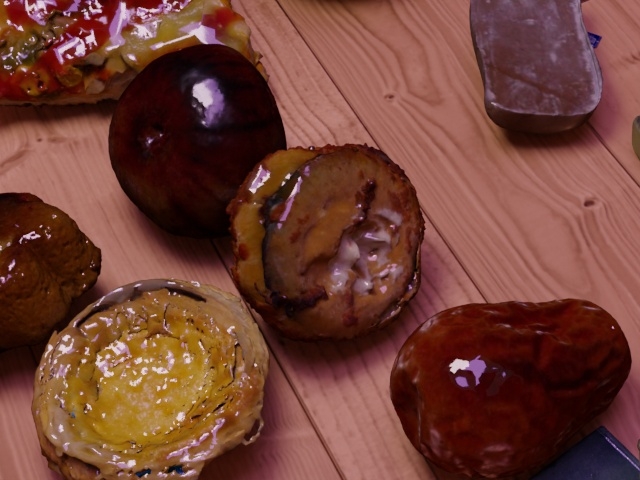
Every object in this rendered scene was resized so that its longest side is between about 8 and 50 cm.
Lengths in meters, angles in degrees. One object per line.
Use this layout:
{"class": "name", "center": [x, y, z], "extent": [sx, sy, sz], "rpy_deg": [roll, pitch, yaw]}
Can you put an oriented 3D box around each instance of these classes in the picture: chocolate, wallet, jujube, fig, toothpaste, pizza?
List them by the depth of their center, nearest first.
{"class": "wallet", "center": [0.275, 0.258, 1.440], "extent": [0.129, 0.026, 0.088], "rpy_deg": [-32, 58, -20]}
{"class": "jujube", "center": [0.202, 0.143, 1.453], "extent": [0.255, 0.190, 0.190], "rpy_deg": [-22, 51, -21]}
{"class": "fig", "center": [-0.138, -0.119, 1.680], "extent": [0.214, 0.235, 0.235], "rpy_deg": [15, 42, -31]}
{"class": "chocolate", "center": [0.271, -0.229, 1.808], "extent": [0.156, 0.080, 0.254], "rpy_deg": [1, 51, -6]}
{"class": "pizza", "center": [-0.231, -0.315, 1.827], "extent": [0.406, 0.130, 0.440], "rpy_deg": [28, 80, 11]}
{"class": "toothpaste", "center": [0.338, -0.281, 1.887], "extent": [0.083, 0.015, 0.024], "rpy_deg": [21, 54, 15]}

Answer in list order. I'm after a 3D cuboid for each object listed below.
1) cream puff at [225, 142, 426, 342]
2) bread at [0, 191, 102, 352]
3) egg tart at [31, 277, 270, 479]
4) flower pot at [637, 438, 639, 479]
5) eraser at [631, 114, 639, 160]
{"class": "cream puff", "center": [0.000, 0.001, 1.570], "extent": [0.240, 0.240, 0.164], "rpy_deg": [-39, 30, -23]}
{"class": "bread", "center": [-0.378, 0.046, 1.603], "extent": [0.246, 0.135, 0.232], "rpy_deg": [-3, 43, 23]}
{"class": "egg tart", "center": [-0.173, 0.170, 1.516], "extent": [0.290, 0.107, 0.291], "rpy_deg": [-6, 49, 7]}
{"class": "flower pot", "center": [0.412, 0.261, 1.329], "extent": [0.202, 0.212, 0.212], "rpy_deg": [-7, 49, 15]}
{"class": "eraser", "center": [0.480, -0.118, 1.706], "extent": [0.172, 0.058, 0.117], "rpy_deg": [-15, 50, -6]}
